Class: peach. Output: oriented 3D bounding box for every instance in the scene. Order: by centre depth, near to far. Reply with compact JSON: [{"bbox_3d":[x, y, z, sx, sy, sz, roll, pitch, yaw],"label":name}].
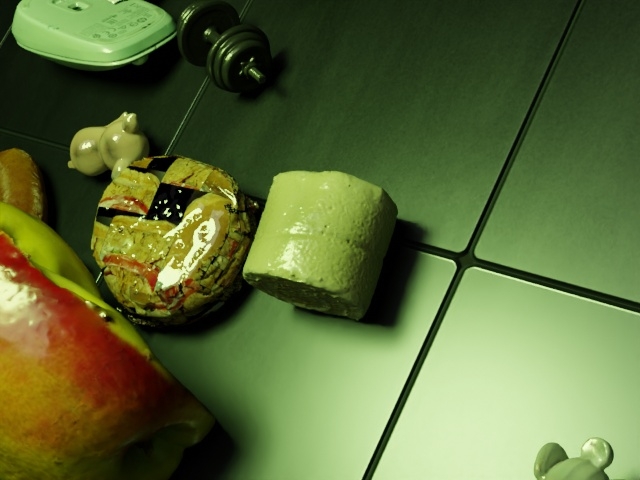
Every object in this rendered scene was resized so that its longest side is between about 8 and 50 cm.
[{"bbox_3d":[-0.336,0.135,1.154,0.242,0.306,0.380,-43,56,-6],"label":"peach"}]

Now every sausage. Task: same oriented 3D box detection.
[{"bbox_3d":[-0.437,-0.005,1.426,0.102,0.076,0.302,-15,58,23],"label":"sausage"}]

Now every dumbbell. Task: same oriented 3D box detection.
[{"bbox_3d":[-0.133,-0.267,1.373,0.099,0.099,0.208,-46,52,1],"label":"dumbbell"}]

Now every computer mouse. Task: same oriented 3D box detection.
[{"bbox_3d":[-0.346,-0.309,1.520,0.288,0.097,0.159,25,46,30],"label":"computer mouse"}]

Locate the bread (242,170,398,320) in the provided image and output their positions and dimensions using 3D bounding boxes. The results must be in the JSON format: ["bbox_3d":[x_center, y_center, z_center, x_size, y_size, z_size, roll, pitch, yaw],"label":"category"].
[{"bbox_3d":[0.000,0.000,1.123,0.148,0.134,0.141,11,71,23],"label":"bread"}]

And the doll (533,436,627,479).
[{"bbox_3d":[0.159,0.345,0.869,0.188,0.099,0.384,25,82,38],"label":"doll"}]

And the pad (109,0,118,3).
[{"bbox_3d":[-0.321,-0.442,1.595,0.156,0.004,0.232,-30,46,-25],"label":"pad"}]

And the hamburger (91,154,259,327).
[{"bbox_3d":[-0.186,0.002,1.257,0.230,0.107,0.231,-10,59,18],"label":"hamburger"}]

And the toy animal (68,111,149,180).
[{"bbox_3d":[-0.298,-0.126,1.406,0.150,0.084,0.089,-9,18,38],"label":"toy animal"}]
